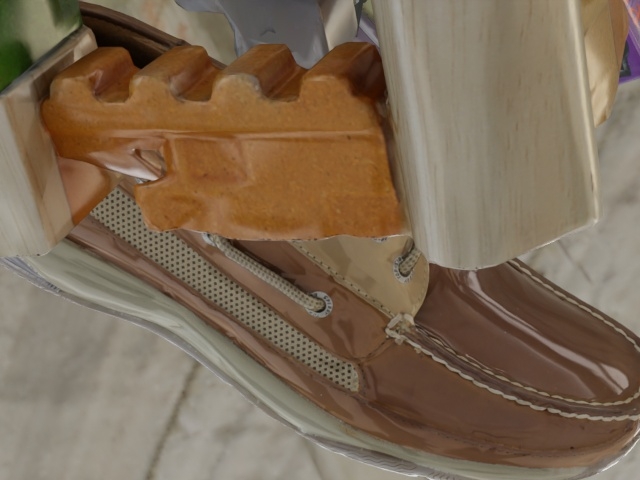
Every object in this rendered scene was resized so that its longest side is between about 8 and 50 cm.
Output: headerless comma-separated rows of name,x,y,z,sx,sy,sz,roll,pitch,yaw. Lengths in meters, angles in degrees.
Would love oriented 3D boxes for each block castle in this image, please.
block castle,-0.098,-0.154,0.528,0.453,0.303,0.213,1,-59,24

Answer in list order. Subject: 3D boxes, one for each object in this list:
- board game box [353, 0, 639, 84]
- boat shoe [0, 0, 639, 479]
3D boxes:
board game box,0.049,-0.227,0.963,0.208,0.056,0.347,-19,-65,33
boat shoe,0.000,0.000,0.651,0.324,0.123,0.116,23,-54,-2
